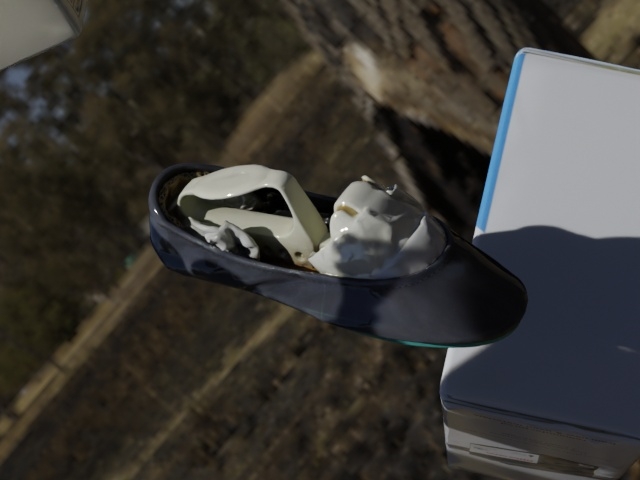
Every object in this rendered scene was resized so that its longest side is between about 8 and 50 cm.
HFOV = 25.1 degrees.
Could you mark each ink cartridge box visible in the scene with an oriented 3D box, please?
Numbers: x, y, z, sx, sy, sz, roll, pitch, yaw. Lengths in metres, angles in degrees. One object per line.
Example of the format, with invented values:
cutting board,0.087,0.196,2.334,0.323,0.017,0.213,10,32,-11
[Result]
ink cartridge box,0.164,0.040,0.965,0.307,0.129,0.223,71,-149,-74

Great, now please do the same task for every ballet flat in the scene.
ballet flat,0.000,0.000,0.693,0.074,0.203,0.074,-35,-49,-53

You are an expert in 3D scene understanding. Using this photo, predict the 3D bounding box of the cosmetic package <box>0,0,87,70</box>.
cosmetic package,-0.292,-0.270,1.017,0.129,0.296,0.153,-21,36,13
